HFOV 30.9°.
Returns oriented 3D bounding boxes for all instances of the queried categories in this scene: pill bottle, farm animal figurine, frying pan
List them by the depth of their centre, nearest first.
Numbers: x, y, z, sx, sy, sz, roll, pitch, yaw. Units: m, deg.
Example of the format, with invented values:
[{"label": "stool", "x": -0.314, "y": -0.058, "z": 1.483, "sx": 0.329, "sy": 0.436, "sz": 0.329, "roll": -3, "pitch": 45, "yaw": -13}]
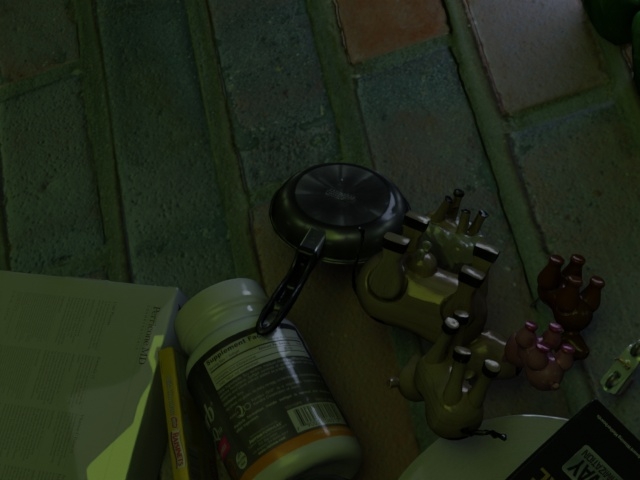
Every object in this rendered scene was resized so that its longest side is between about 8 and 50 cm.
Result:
[{"label": "farm animal figurine", "x": 0.165, "y": 0.106, "z": 1.393, "sx": 0.327, "sy": 0.172, "sz": 0.330, "roll": 35, "pitch": 36, "yaw": 28}, {"label": "pill bottle", "x": -0.074, "y": 0.194, "z": 1.460, "sx": 0.162, "sy": 0.162, "sz": 0.278, "roll": -31, "pitch": 60, "yaw": 1}, {"label": "frying pan", "x": -0.019, "y": -0.016, "z": 1.531, "sx": 0.326, "sy": 0.053, "sz": 0.197, "roll": -30, "pitch": 52, "yaw": -33}]

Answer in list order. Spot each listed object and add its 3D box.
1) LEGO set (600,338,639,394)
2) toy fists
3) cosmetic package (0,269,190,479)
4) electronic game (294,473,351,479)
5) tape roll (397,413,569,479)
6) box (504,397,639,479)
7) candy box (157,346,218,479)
[{"label": "LEGO set", "x": 0.468, "y": 0.218, "z": 1.337, "sx": 0.287, "sy": 0.107, "sz": 0.132, "roll": 51, "pitch": 122, "yaw": 25}, {"label": "toy fists", "x": 0.436, "y": -0.295, "z": 1.545, "sx": 0.096, "sy": 0.142, "sz": 0.279, "roll": -25, "pitch": 61, "yaw": 4}, {"label": "cosmetic package", "x": -0.348, "y": 0.238, "z": 1.562, "sx": 0.284, "sy": 0.097, "sz": 0.377, "roll": 4, "pitch": 67, "yaw": 21}, {"label": "electronic game", "x": -0.007, "y": 0.366, "z": 1.242, "sx": 0.229, "sy": 0.048, "sz": 0.229, "roll": -18, "pitch": 62, "yaw": 37}, {"label": "tape roll", "x": 0.239, "y": 0.380, "z": 1.261, "sx": 0.392, "sy": 0.072, "sz": 0.392, "roll": 1, "pitch": 62, "yaw": -2}, {"label": "box", "x": 0.307, "y": 0.355, "z": 1.192, "sx": 0.242, "sy": 0.076, "sz": 0.307, "roll": -37, "pitch": 69, "yaw": -21}, {"label": "candy box", "x": -0.168, "y": 0.248, "z": 1.495, "sx": 0.027, "sy": 0.105, "sz": 0.206, "roll": -16, "pitch": 61, "yaw": 9}]
